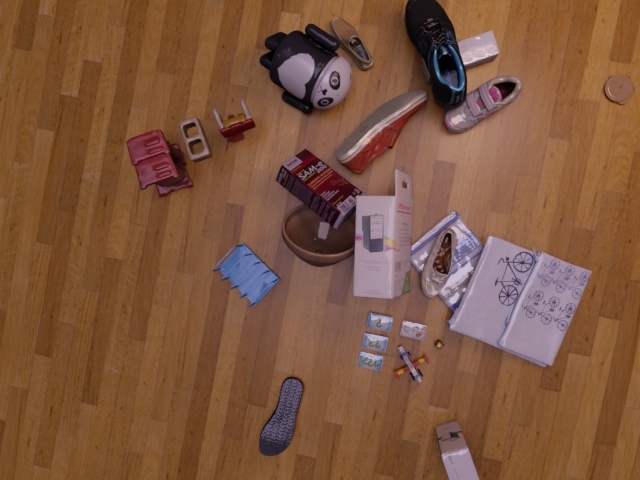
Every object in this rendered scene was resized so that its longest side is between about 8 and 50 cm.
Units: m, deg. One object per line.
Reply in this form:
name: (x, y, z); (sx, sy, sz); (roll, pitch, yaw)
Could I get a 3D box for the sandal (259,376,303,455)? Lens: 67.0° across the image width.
sandal: (-0.116, 0.560, 1.533); (0.097, 0.054, 0.254); (24, 84, -2)

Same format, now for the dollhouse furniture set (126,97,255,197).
dollhouse furniture set: (-0.366, -0.271, 1.468); (0.374, 0.201, 0.152); (-20, 89, 0)

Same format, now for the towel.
towel: (0.417, 0.077, 1.472); (0.209, 0.034, 0.285); (-39, 88, 6)

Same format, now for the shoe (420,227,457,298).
shoe: (0.350, 0.069, 1.432); (0.076, 0.058, 0.219); (15, 96, 5)

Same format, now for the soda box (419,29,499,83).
soda box: (0.411, -0.544, 1.440); (0.216, 0.069, 0.074); (-18, 89, 7)

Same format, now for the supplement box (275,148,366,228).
supplement box: (0.001, -0.158, 1.445); (0.239, 0.130, 0.073); (38, 139, 9)

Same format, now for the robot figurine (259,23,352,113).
robot figurine: (-0.040, -0.506, 1.433); (0.278, 0.209, 0.173); (33, 81, 4)

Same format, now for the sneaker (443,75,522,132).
sneaker: (0.476, -0.411, 1.414); (0.252, 0.111, 0.103); (-33, 88, 6)

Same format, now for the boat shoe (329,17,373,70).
boat shoe: (0.097, -0.608, 1.468); (0.068, 0.072, 0.190); (-42, 87, 5)

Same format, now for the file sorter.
file sorter: (-0.233, 0.109, 1.503); (0.170, 0.104, 0.118); (44, 96, 3)

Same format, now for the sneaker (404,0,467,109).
sneaker: (0.334, -0.544, 1.343); (0.125, 0.139, 0.341); (-22, 87, 8)

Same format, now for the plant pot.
plant pot: (0.000, 0.000, 1.450); (0.237, 0.237, 0.110); (14, 134, 5)

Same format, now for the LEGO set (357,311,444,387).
LEGO set: (0.249, 0.338, 1.484); (0.244, 0.060, 0.182); (13, 96, 5)

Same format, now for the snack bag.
snack bag: (0.589, 0.175, 1.430); (0.342, 0.037, 0.323); (22, 94, -4)

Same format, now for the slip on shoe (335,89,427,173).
slip on shoe: (0.193, -0.330, 1.457); (0.331, 0.123, 0.101); (-43, 119, 0)

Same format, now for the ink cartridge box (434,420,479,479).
ink cartridge box: (0.398, 0.635, 1.406); (0.082, 0.191, 0.139); (-19, 90, 6)

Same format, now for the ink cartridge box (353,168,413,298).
ink cartridge box: (0.185, -0.019, 1.398); (0.119, 0.207, 0.353); (3, 91, 24)

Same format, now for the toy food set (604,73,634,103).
toy food set: (0.878, -0.447, 1.419); (0.083, 0.020, 0.082); (21, 93, 5)
